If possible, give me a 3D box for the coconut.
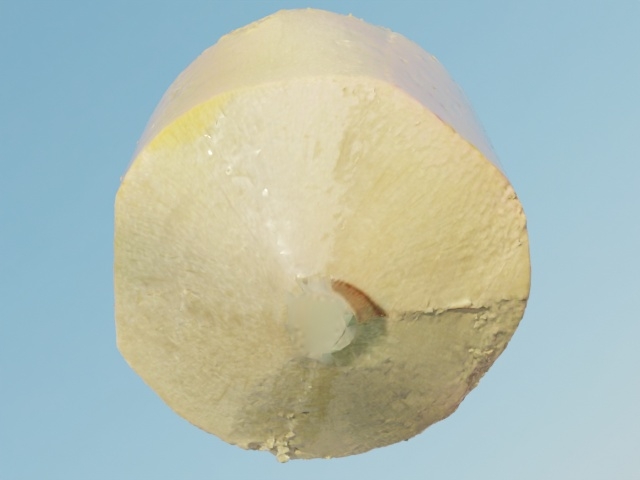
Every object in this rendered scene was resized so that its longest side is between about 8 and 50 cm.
[{"bbox_3d":[0.000,0.000,0.653,0.147,0.147,0.153,-43,17,17],"label":"coconut"}]
